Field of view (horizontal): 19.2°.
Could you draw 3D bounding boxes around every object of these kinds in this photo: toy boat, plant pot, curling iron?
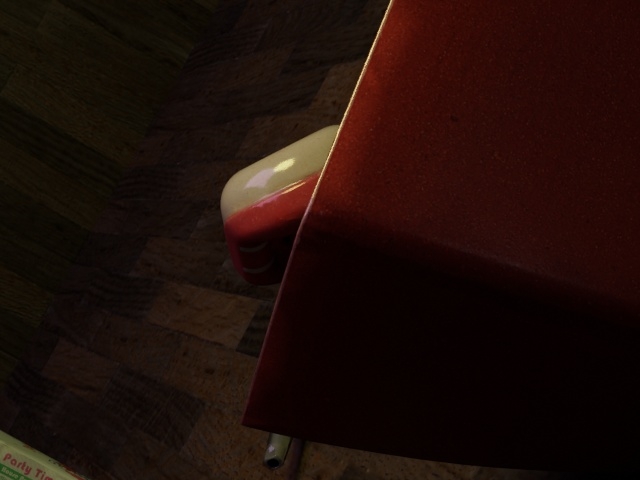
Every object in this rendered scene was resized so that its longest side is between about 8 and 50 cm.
[{"bbox_3d":[0.000,0.000,1.721,0.151,0.151,0.231,-28,-18,-7],"label":"toy boat"},{"bbox_3d":[0.121,-0.012,1.080,0.267,0.235,0.267,109,-177,-61],"label":"plant pot"},{"bbox_3d":[-0.021,0.119,1.745,0.068,0.035,0.274,-55,14,31],"label":"curling iron"}]

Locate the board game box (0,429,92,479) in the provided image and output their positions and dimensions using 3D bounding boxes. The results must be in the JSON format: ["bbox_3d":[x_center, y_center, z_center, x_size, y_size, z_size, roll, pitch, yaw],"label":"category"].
[{"bbox_3d":[-0.297,0.363,1.811,0.303,0.224,0.097,-60,13,-4],"label":"board game box"}]
